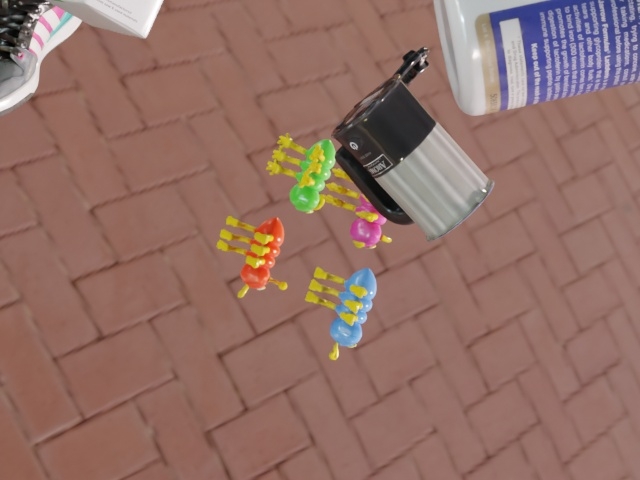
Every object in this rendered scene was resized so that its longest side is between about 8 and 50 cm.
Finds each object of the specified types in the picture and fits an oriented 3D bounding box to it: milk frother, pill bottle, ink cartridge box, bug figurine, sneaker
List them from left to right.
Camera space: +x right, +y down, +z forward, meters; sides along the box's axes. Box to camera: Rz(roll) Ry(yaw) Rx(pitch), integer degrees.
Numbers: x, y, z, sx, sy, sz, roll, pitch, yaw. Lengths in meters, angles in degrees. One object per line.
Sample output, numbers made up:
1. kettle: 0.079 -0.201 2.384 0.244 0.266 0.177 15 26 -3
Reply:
1. sneaker: -0.404 -0.306 1.832 0.178 0.124 0.295 87 19 -44
2. ink cartridge box: -0.225 -0.355 1.609 0.093 0.154 0.212 27 87 -35
3. bug figurine: 0.000 0.000 1.587 0.072 0.279 0.216 16 99 -39
4. milk frother: 0.097 -0.094 1.289 0.143 0.129 0.135 -45 100 -15
5. pill bottle: 0.234 -0.203 1.178 0.153 0.265 0.153 -11 90 -88
